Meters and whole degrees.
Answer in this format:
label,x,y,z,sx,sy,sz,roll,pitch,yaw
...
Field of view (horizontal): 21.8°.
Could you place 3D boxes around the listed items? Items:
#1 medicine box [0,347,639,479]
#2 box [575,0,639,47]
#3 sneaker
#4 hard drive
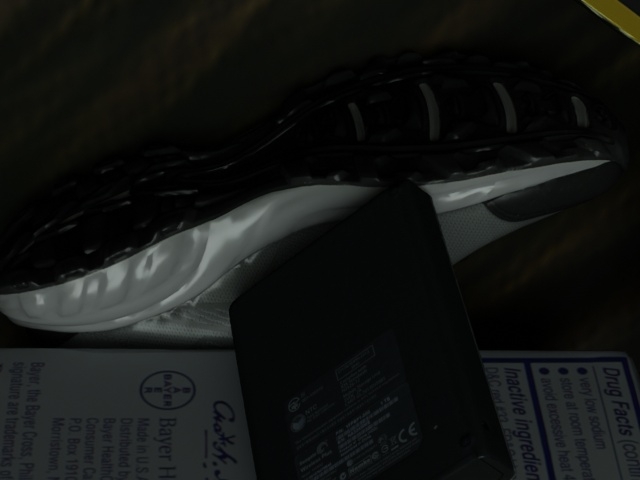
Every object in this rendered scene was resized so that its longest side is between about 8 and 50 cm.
label,x,y,z,sx,sy,sz,roll,pitch,yaw
medicine box,-0.013,0.187,0.708,0.289,0.149,0.263,1,132,-5
box,0.143,-0.103,0.581,0.322,0.257,0.079,33,106,-17
sneaker,0.000,0.000,0.707,0.271,0.100,0.108,-18,122,9
hard drive,0.013,0.051,0.601,0.094,0.135,0.022,-36,131,22
